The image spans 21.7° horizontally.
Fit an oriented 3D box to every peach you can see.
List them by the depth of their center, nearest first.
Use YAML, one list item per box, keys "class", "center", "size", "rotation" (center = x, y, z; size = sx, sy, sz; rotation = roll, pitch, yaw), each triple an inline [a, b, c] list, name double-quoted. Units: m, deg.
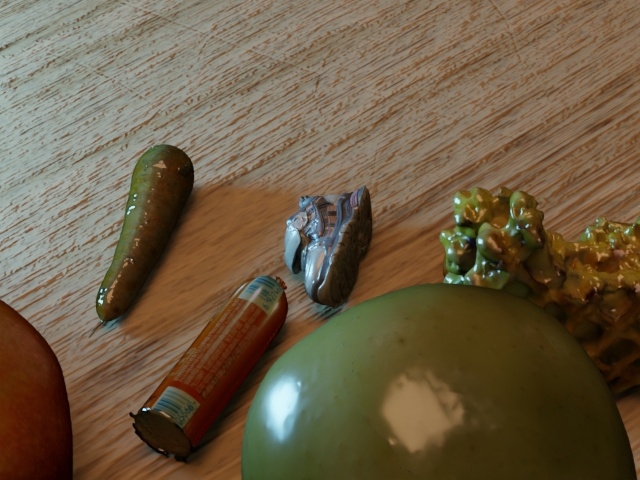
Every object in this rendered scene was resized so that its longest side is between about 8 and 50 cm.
- class: "peach"
  center: [-0.389, 0.186, 1.651]
  size: [0.332, 0.308, 0.308]
  rotation: [34, 55, 19]

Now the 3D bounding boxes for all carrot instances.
- class: "carrot"
  center: [-0.217, 0.004, 1.990]
  size: [0.078, 0.078, 0.298]
  rotation: [5, 48, 15]

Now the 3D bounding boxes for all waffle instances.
- class: "waffle"
  center: [0.292, 0.035, 1.711]
  size: [0.324, 0.261, 0.151]
  rotation: [-8, 33, -3]

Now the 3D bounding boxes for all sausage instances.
- class: "sausage"
  center: [-0.104, 0.125, 1.820]
  size: [0.083, 0.083, 0.264]
  rotation: [15, 45, 25]

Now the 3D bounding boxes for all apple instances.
- class: "apple"
  center: [0.110, 0.216, 1.481]
  size: [0.357, 0.357, 0.357]
  rotation: [-5, 41, 4]

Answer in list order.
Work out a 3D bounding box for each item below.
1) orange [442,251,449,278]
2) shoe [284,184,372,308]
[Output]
- class: "orange"
  center: [0.175, 0.032, 1.883]
  size: [0.086, 0.062, 0.086]
  rotation: [15, 58, -26]
- class: "shoe"
  center: [0.000, 0.000, 1.931]
  size: [0.092, 0.089, 0.180]
  rotation: [6, 40, 15]
